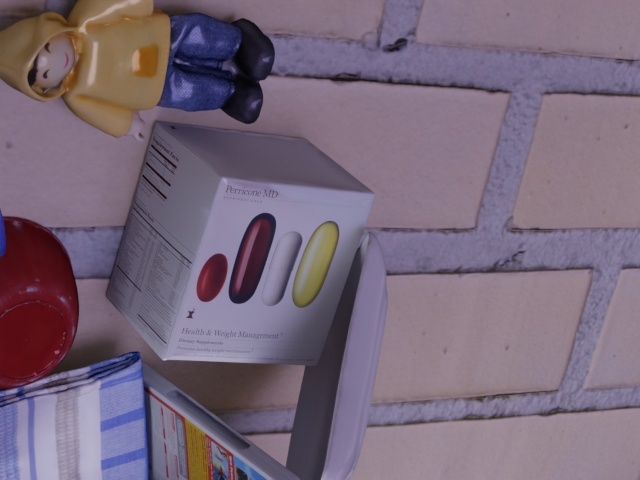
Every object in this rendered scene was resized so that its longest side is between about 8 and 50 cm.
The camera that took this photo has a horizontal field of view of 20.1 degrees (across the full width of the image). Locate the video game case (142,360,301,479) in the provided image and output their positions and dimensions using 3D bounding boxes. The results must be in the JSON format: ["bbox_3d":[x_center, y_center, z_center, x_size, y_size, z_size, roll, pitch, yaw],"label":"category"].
[{"bbox_3d":[-0.113,0.270,1.899,0.025,0.285,0.204,-22,125,-32],"label":"video game case"}]

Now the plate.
[{"bbox_3d":[0.015,0.166,1.888,0.045,0.278,0.277,15,64,-6],"label":"plate"}]

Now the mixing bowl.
[{"bbox_3d":[-0.308,0.078,1.788,0.181,0.098,0.181,-16,123,-27],"label":"mixing bowl"}]

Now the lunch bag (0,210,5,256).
[{"bbox_3d":[-0.456,-0.015,1.541,0.328,0.239,0.385,-34,156,-16],"label":"lunch bag"}]

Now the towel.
[{"bbox_3d":[-0.305,0.236,1.870,0.285,0.034,0.209,-17,127,-27],"label":"towel"}]

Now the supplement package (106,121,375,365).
[{"bbox_3d":[-0.084,0.006,1.865,0.194,0.149,0.203,4,113,-35],"label":"supplement package"}]

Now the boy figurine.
[{"bbox_3d":[-0.185,-0.181,1.737,0.285,0.092,0.177,3,115,-38],"label":"boy figurine"}]
